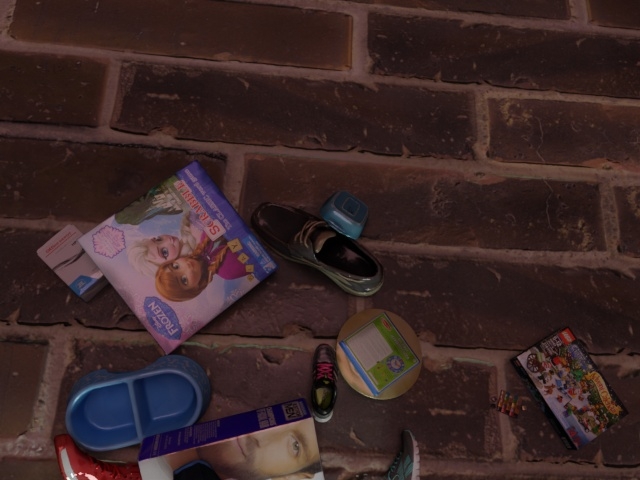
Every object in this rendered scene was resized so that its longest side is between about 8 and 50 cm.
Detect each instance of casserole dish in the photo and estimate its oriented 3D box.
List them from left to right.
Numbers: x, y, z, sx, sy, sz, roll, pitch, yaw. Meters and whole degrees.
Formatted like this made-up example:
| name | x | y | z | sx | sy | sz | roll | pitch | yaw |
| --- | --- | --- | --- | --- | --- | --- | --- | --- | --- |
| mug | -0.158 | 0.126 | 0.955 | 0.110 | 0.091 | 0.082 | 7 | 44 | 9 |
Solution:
| name | x | y | z | sx | sy | sz | roll | pitch | yaw |
| --- | --- | --- | --- | --- | --- | --- | --- | --- | --- |
| casserole dish | 0.064 | -0.069 | 1.338 | 0.114 | 0.037 | 0.188 | 35 | 26 | -1 |

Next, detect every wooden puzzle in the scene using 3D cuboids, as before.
| name | x | y | z | sx | sy | sz | roll | pitch | yaw |
| --- | --- | --- | --- | --- | --- | --- | --- | --- | --- |
| wooden puzzle | 0.433 | 0.375 | 1.290 | 0.083 | 0.006 | 0.049 | 23 | 69 | 3 |

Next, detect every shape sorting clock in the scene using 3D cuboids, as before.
| name | x | y | z | sx | sy | sz | roll | pitch | yaw |
| --- | --- | --- | --- | --- | --- | --- | --- | --- | --- |
| shape sorting clock | 0.134 | 0.258 | 1.285 | 0.206 | 0.040 | 0.206 | 3 | 68 | -9 |

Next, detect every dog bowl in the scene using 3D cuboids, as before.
| name | x | y | z | sx | sy | sz | roll | pitch | yaw |
| --- | --- | --- | --- | --- | --- | --- | --- | --- | --- |
| dog bowl | -0.378 | 0.340 | 1.158 | 0.297 | 0.074 | 0.166 | -10 | 92 | -9 |

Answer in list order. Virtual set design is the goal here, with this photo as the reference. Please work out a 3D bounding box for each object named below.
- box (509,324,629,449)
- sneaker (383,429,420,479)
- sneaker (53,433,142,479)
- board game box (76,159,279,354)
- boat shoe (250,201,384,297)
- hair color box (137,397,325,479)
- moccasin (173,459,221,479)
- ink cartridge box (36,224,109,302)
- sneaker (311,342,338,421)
| name | x | y | z | sx | sy | sz | roll | pitch | yaw |
| --- | --- | --- | --- | --- | --- | --- | --- | --- | --- |
| box | 0.572 | 0.336 | 1.298 | 0.159 | 0.044 | 0.233 | -27 | 75 | -14 |
| sneaker | 0.172 | 0.489 | 1.194 | 0.076 | 0.065 | 0.167 | 3 | 68 | 0 |
| sneaker | -0.428 | 0.444 | 1.103 | 0.128 | 0.221 | 0.087 | -23 | 31 | -24 |
| board game box | -0.314 | 0.034 | 1.270 | 0.318 | 0.066 | 0.319 | -39 | 93 | -17 |
| boat shoe | 0.000 | 0.000 | 1.320 | 0.355 | 0.130 | 0.132 | 28 | 69 | 5 |
| hair color box | -0.169 | 0.454 | 1.114 | 0.338 | 0.110 | 0.185 | -12 | 98 | -11 |
| moccasin | -0.176 | 0.565 | 1.013 | 0.137 | 0.117 | 0.342 | -34 | 104 | -5 |
| ink cartridge box | -0.564 | 0.041 | 1.286 | 0.180 | 0.060 | 0.104 | 41 | 71 | 9 |
| sneaker | 0.010 | 0.309 | 1.236 | 0.063 | 0.075 | 0.171 | 5 | 69 | -4 |
